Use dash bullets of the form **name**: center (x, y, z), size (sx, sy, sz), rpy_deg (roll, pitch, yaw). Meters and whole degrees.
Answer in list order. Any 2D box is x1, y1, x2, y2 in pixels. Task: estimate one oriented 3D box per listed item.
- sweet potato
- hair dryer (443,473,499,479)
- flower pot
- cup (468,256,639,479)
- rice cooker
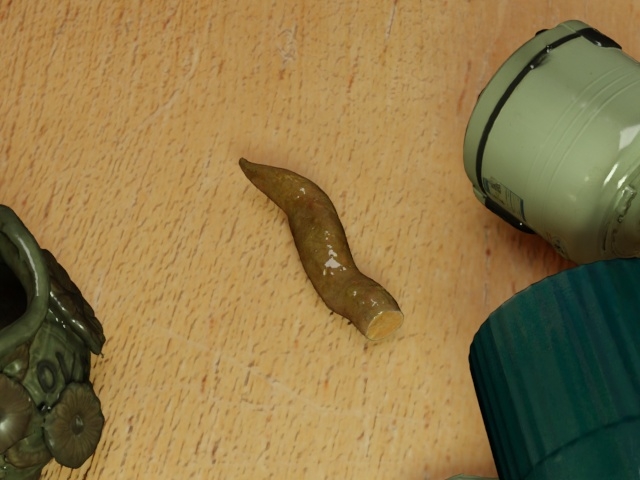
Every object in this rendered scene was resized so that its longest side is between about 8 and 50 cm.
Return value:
- **sweet potato**: center (0.000, 0.000, 1.683), size (0.067, 0.059, 0.281), rpy_deg (-30, 52, -3)
- **hair dryer**: center (0.188, 0.291, 1.429), size (0.167, 0.067, 0.199), rpy_deg (-24, 62, -20)
- **flower pot**: center (-0.359, 0.115, 1.531), size (0.301, 0.213, 0.302), rpy_deg (-4, 50, 5)
- **cup**: center (0.299, 0.185, 1.353), size (0.307, 0.242, 0.292), rpy_deg (-11, 55, -7)
- **rice cooker**: center (0.277, -0.099, 1.639), size (0.226, 0.226, 0.244), rpy_deg (-38, 57, -23)
